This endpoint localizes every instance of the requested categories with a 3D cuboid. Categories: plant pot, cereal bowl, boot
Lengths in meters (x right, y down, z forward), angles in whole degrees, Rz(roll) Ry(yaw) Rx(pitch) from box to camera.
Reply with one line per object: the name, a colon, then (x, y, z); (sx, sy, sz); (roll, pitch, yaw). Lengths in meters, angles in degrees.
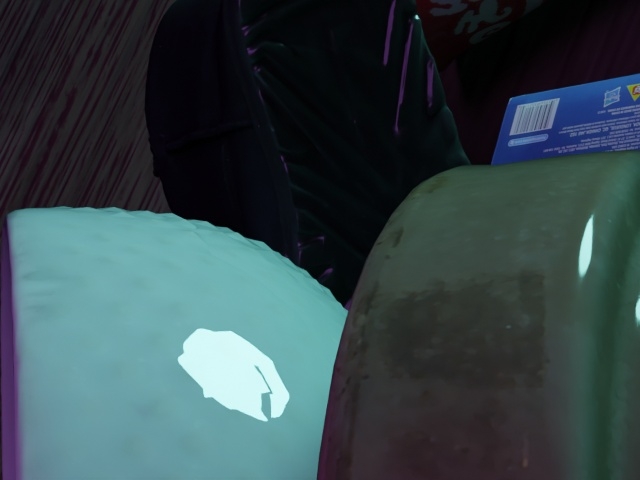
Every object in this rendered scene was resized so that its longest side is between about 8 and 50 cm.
plant pot: (0.150, 0.093, 0.408); (0.229, 0.263, 0.263); (-10, 54, 23)
cereal bowl: (-0.024, 0.158, 0.535); (0.339, 0.141, 0.339); (180, 90, -81)
boot: (0.000, 0.000, 0.742); (0.207, 0.094, 0.247); (168, 86, -77)

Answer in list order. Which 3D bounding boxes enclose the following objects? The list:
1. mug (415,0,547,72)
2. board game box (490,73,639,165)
mug: (0.081, -0.165, 0.748); (0.169, 0.150, 0.113); (-26, 43, 27)
board game box: (0.168, -0.008, 0.533); (0.201, 0.136, 0.035); (-8, 56, 46)
